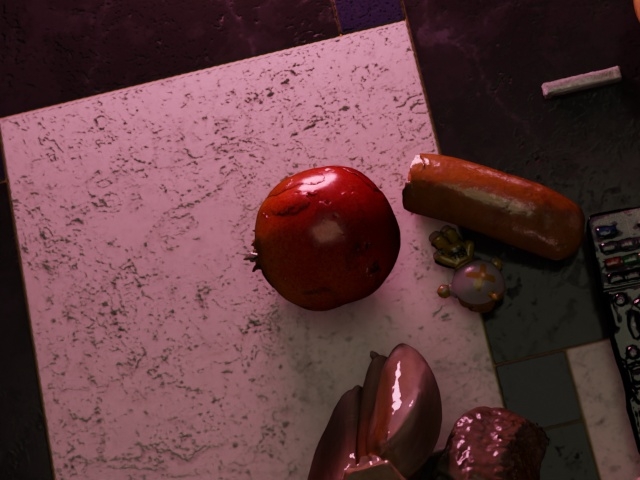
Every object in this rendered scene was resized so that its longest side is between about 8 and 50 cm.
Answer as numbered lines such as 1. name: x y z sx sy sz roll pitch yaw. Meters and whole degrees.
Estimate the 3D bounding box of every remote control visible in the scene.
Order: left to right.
1. remote control: 0.478 0.145 1.886 0.144 0.062 0.399 -10 73 2

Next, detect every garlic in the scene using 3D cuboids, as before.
1. garlic: 0.070 0.291 1.795 0.132 0.325 0.279 34 113 -7

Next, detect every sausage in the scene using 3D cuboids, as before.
1. sausage: 0.252 -0.052 1.942 0.270 0.109 0.109 20 78 8

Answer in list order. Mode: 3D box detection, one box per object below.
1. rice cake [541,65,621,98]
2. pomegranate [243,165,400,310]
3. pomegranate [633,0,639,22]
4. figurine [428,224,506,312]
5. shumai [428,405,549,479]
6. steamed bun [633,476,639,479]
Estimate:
1. rice cake: 0.392 -0.237 2.017 0.121 0.021 0.022 -13 70 0
2. pomegranate: 0.000 0.000 1.910 0.235 0.210 0.210 -14 69 44
3. pomegranate: 0.608 -0.368 1.882 0.332 0.332 0.333 -1 75 6
4. figurine: 0.215 0.038 1.944 0.101 0.068 0.143 -6 58 -3
5. shumai: 0.193 0.333 1.819 0.185 0.184 0.218 -18 37 29
6. steamed bun: 0.455 0.435 1.732 0.283 0.177 0.283 13 69 -37
